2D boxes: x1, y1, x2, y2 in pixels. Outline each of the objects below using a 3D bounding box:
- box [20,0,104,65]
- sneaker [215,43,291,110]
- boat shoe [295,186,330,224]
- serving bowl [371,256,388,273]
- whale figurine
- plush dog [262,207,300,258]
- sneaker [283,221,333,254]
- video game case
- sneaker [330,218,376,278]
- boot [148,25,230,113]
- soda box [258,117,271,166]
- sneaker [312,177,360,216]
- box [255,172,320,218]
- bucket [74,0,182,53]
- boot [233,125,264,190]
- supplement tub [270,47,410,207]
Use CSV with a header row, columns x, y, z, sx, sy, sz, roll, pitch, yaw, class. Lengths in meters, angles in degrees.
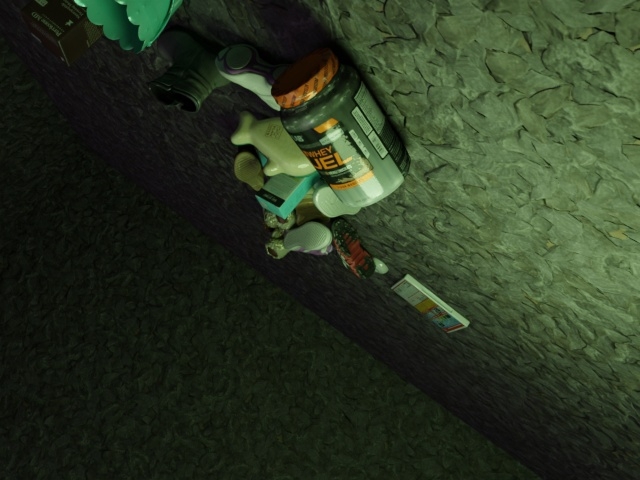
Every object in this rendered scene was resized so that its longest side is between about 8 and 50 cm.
x,y,z,sx,sy,sz,roll,pitch,yaw,class
-0.866,-0.750,1.993,0.168,0.203,0.167,39,163,-1,box
-0.154,-0.409,1.533,0.305,0.114,0.152,31,161,24,sneaker
-0.031,-0.130,2.028,0.121,0.110,0.341,-6,167,-1,boat shoe
0.217,0.100,2.222,0.083,0.027,0.083,35,162,13,serving bowl
-0.109,-0.272,1.638,0.271,0.216,0.141,17,167,7,whale figurine
-0.144,-0.095,2.294,0.225,0.210,0.263,46,140,30,plush dog
0.000,-0.001,2.097,0.161,0.102,0.282,15,172,-28,sneaker
0.406,0.241,2.195,0.285,0.025,0.204,38,163,3,video game case
0.097,0.025,2.157,0.135,0.097,0.276,26,156,53,sneaker
-0.408,-0.487,1.654,0.338,0.223,0.118,26,148,32,boot
-0.168,-0.299,1.886,0.210,0.071,0.067,79,173,-65,soda box
0.011,-0.141,1.773,0.151,0.094,0.256,31,-168,27,sneaker
-0.073,-0.185,1.717,0.100,0.244,0.060,29,160,30,box
-0.508,-0.656,1.521,0.281,0.183,0.281,35,163,12,bucket
-0.255,-0.295,1.935,0.248,0.090,0.207,69,-179,-70,boot
0.047,-0.256,1.349,0.207,0.207,0.338,15,151,53,supplement tub
